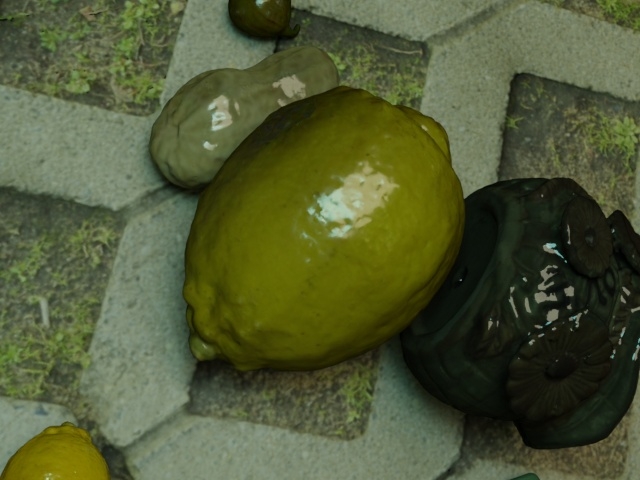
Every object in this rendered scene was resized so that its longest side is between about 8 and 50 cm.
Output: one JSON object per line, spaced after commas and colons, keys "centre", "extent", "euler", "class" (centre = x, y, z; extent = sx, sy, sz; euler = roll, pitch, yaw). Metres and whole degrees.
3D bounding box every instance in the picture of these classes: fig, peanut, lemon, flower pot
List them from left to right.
{"centre": [-0.257, 0.249, 1.088], "extent": [0.114, 0.114, 0.155], "euler": [20, 58, -15], "class": "lemon"}
{"centre": [-0.081, -0.151, 1.293], "extent": [0.257, 0.123, 0.123], "euler": [-32, 86, -26], "class": "peanut"}
{"centre": [-0.065, -0.280, 1.378], "extent": [0.098, 0.082, 0.084], "euler": [49, 25, -17], "class": "fig"}
{"centre": [0.006, -0.005, 1.198], "extent": [0.285, 0.285, 0.316], "euler": [15, 96, -17], "class": "lemon"}
{"centre": [0.236, 0.075, 1.241], "extent": [0.213, 0.302, 0.301], "euler": [29, 63, -17], "class": "flower pot"}

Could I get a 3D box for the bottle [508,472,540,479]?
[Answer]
{"centre": [0.217, 0.295, 1.309], "extent": [0.083, 0.030, 0.030], "euler": [-12, 77, -24], "class": "bottle"}
